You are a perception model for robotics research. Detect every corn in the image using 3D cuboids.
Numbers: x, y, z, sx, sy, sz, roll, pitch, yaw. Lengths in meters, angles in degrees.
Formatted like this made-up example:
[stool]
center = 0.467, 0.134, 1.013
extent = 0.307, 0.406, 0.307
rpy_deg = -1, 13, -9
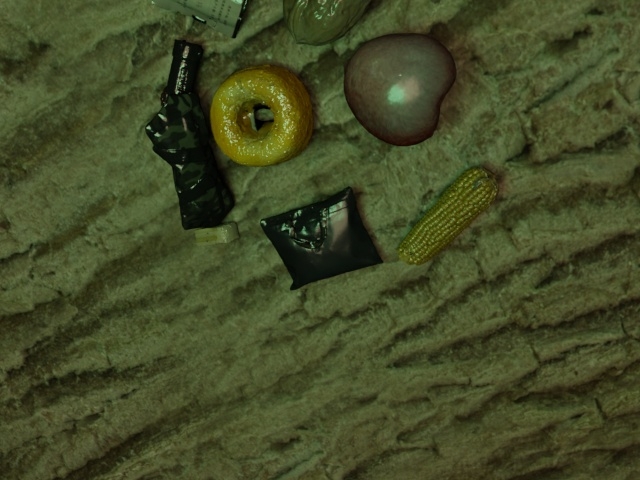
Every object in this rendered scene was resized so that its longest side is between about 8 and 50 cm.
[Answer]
[corn]
center = 0.299, -0.049, 1.314
extent = 0.106, 0.106, 0.293
rpy_deg = 37, 110, -6

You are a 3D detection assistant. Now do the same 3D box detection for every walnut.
[walnut]
center = 0.011, -0.511, 1.166
extent = 0.178, 0.178, 0.230
rpy_deg = 35, 114, -5

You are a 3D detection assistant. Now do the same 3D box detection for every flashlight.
[flashlight]
center = -0.330, -0.347, 1.300
extent = 0.093, 0.093, 0.231
rpy_deg = 14, 107, 2

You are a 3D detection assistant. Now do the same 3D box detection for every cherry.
[cherry]
center = 0.157, -0.325, 1.183
extent = 0.239, 0.206, 0.239
rpy_deg = 2, 121, 4

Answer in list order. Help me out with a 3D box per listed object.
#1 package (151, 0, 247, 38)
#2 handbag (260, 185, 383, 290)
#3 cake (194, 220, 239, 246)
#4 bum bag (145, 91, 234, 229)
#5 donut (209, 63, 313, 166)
[package]
center = -0.236, -0.570, 1.181
extent = 0.204, 0.062, 0.251
rpy_deg = 21, 131, -13
[handbag]
center = 0.000, 0.000, 1.374
extent = 0.254, 0.088, 0.211
rpy_deg = -18, 107, 16
[cake]
center = -0.275, -0.014, 1.421
extent = 0.121, 0.065, 0.052
rpy_deg = -11, 104, 18
[bum bag]
center = -0.297, -0.171, 1.291
extent = 0.095, 0.144, 0.340
rpy_deg = 24, 138, 40
[donut]
center = -0.140, -0.282, 1.291
extent = 0.254, 0.118, 0.253
rpy_deg = 9, 115, 19
